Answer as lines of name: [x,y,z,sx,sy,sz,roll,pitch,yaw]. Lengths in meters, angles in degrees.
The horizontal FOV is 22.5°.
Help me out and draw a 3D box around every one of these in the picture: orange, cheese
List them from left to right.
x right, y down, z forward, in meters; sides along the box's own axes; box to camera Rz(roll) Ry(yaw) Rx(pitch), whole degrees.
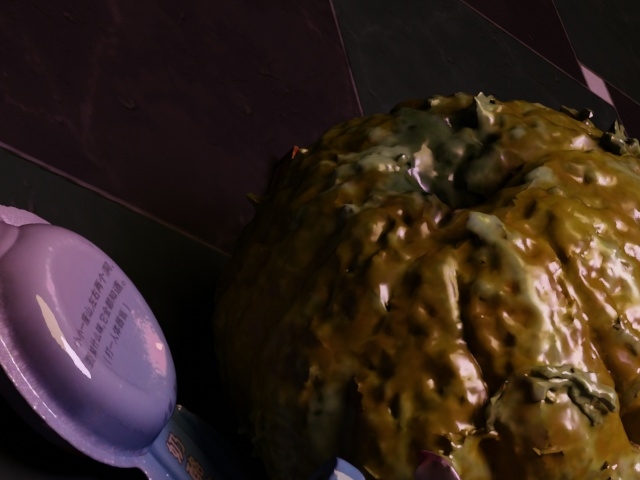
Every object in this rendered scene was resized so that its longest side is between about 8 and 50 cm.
cheese: [-0.106,0.074,0.818,0.244,0.052,0.135,52,22,-21]
orange: [0.078,0.044,0.890,0.301,0.300,0.223,-68,159,-51]

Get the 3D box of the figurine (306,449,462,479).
figurine: [0.093,0.186,0.624,0.260,0.103,0.205,40,22,-11]

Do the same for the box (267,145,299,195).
box: [0.000,0.000,1.103,0.090,0.023,0.133,40,29,-16]
